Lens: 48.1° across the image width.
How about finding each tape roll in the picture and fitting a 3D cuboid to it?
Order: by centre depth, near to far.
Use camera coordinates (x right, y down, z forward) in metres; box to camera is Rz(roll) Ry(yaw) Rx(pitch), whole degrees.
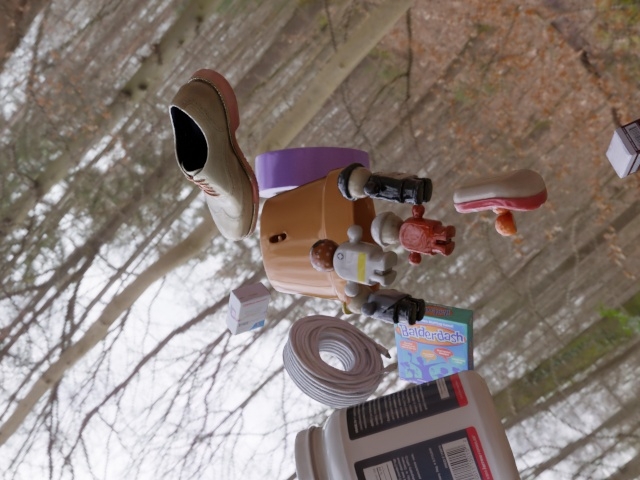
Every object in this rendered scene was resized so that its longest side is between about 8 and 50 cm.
[{"bbox_3d":[-0.018,-0.156,1.714,0.275,0.275,0.090,4,-96,-66],"label":"tape roll"}]

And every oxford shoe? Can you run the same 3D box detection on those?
[{"bbox_3d":[-0.234,-0.147,1.493,0.146,0.141,0.396,-51,-41,-42],"label":"oxford shoe"}]

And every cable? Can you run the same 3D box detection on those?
[{"bbox_3d":[0.031,0.294,1.771,0.257,0.089,0.257,41,-144,18],"label":"cable"}]

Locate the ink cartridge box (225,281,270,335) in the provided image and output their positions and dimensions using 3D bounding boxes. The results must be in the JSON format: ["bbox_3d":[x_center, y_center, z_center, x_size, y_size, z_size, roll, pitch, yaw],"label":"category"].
[{"bbox_3d":[-0.183,0.171,1.806,0.089,0.122,0.052,-15,-131,-32],"label":"ink cartridge box"}]

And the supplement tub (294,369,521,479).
[{"bbox_3d":[0.120,0.304,0.982,0.191,0.272,0.191,-19,-90,-83],"label":"supplement tub"}]

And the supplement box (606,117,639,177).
[{"bbox_3d":[0.744,-0.232,1.523,0.130,0.240,0.073,56,-168,-69],"label":"supplement box"}]

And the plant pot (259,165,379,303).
[{"bbox_3d":[0.000,0.000,1.482,0.291,0.204,0.290,-7,-90,-77],"label":"plant pot"}]

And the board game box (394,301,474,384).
[{"bbox_3d":[0.241,0.225,1.514,0.047,0.160,0.210,-53,-37,-45],"label":"board game box"}]

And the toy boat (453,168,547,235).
[{"bbox_3d":[0.449,-0.084,1.760,0.151,0.231,0.151,-26,-79,-35],"label":"toy boat"}]

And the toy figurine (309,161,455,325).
[{"bbox_3d":[0.090,0.008,1.092,0.148,0.209,0.213,12,157,34],"label":"toy figurine"}]
